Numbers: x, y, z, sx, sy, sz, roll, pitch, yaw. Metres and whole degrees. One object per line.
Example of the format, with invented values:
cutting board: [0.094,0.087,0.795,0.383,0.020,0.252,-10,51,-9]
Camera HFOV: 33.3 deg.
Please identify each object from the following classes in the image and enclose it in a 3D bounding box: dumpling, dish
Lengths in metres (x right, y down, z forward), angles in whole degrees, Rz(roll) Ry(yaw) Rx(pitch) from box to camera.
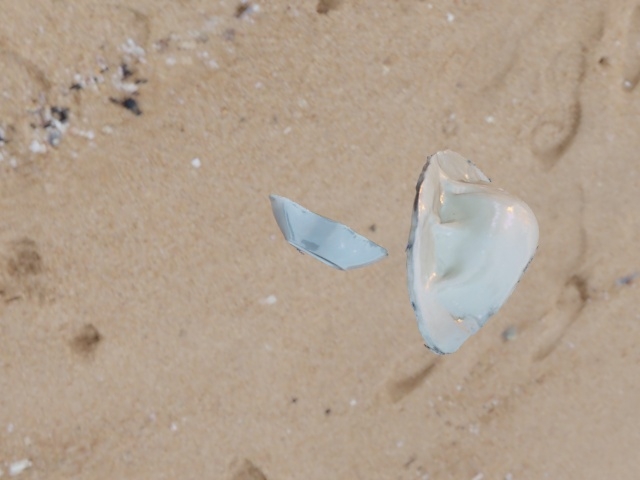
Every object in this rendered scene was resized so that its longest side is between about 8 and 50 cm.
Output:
dumpling: [0.142,-0.003,1.103,0.142,0.247,0.172,-16,124,36]
dish: [0.000,0.000,1.090,0.137,0.091,0.039,27,83,-13]
